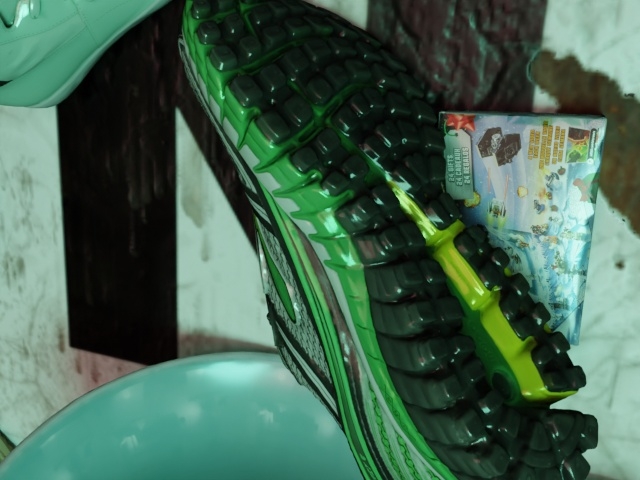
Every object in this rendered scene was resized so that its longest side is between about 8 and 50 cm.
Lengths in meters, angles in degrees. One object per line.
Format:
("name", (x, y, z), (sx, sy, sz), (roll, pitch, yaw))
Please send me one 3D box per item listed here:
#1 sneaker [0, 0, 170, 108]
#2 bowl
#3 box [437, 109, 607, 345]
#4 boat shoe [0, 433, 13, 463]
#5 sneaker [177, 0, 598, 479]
("sneaker", (-0.167, -0.172, 0.400), (0.256, 0.151, 0.094), (-43, 86, 23))
("bowl", (-0.055, 0.237, 0.415), (0.311, 0.311, 0.163), (15, 128, 16))
("box", (0.116, -0.009, 0.405), (0.094, 0.027, 0.137), (7, 106, 18))
("boat shoe", (-0.337, 0.237, 0.596), (0.341, 0.110, 0.122), (22, 111, 14))
("sneaker", (0.000, 0.000, 0.384), (0.146, 0.134, 0.343), (-39, 72, 45))
